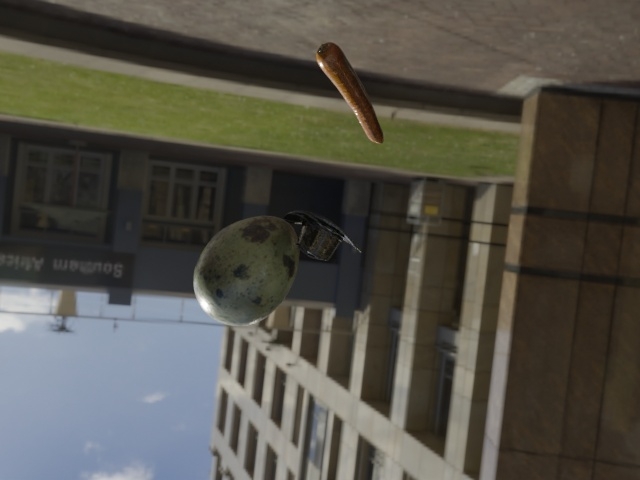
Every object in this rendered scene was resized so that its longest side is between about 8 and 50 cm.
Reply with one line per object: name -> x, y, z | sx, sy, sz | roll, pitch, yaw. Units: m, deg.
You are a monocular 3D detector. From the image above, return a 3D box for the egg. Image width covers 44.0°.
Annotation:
egg -> -0.106, 0.041, 1.166 | 0.141, 0.182, 0.141 | 38, -168, -9

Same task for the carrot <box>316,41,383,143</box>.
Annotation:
carrot -> 0.049, -0.196, 1.095 | 0.037, 0.037, 0.190 | 8, 147, 41

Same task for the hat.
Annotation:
hat -> 0.000, 0.000, 1.086 | 0.121, 0.050, 0.121 | 24, 175, 2
